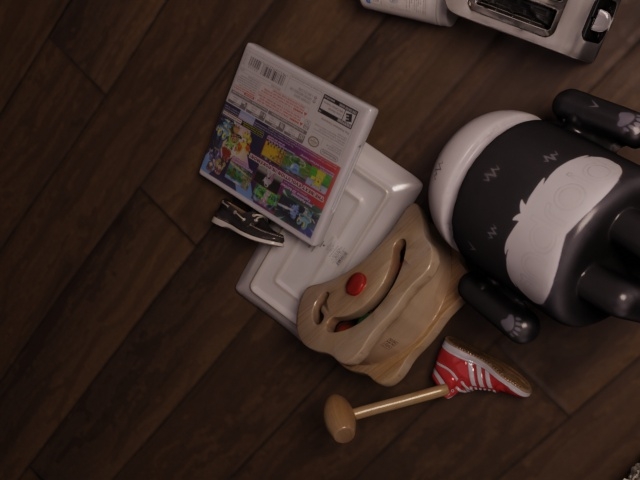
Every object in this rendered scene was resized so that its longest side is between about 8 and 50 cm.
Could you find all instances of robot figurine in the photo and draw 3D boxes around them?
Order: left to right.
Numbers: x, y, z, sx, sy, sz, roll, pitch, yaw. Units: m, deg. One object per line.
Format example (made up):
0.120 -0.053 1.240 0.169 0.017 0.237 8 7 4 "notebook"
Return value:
0.236 -0.023 0.898 0.278 0.209 0.173 38 159 43 "robot figurine"

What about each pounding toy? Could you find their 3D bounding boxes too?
0.081 0.100 1.063 0.269 0.155 0.154 -51 34 9 "pounding toy"

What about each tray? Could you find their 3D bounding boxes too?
0.000 0.000 1.117 0.145 0.030 0.270 36 112 13 "tray"

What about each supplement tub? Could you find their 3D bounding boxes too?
0.103 -0.282 0.992 0.107 0.071 0.071 18 107 19 "supplement tub"

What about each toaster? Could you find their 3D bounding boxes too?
0.228 -0.290 0.913 0.186 0.110 0.168 26 109 17 "toaster"

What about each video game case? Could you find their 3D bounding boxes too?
-0.045 -0.120 1.095 0.201 0.023 0.183 33 110 26 "video game case"

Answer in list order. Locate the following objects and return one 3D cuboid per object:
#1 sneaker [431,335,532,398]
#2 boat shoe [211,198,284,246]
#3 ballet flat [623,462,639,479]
0.188 0.170 1.060 0.118 0.042 0.067 30 107 24 "sneaker"
-0.088 -0.022 1.129 0.125 0.046 0.038 22 91 45 "boat shoe"
0.320 0.399 0.996 0.147 0.147 0.409 25 109 18 "ballet flat"
